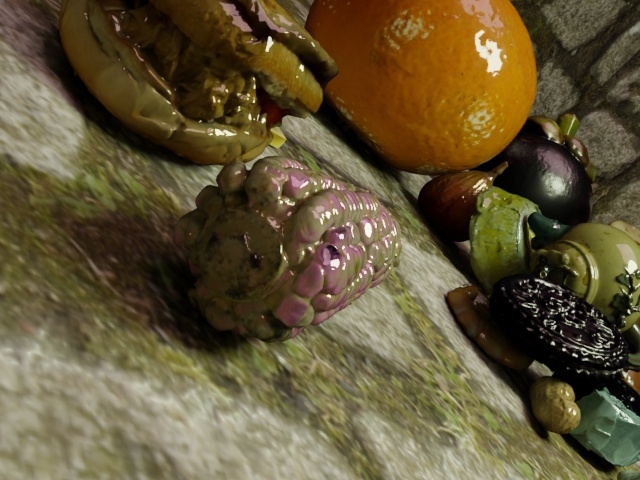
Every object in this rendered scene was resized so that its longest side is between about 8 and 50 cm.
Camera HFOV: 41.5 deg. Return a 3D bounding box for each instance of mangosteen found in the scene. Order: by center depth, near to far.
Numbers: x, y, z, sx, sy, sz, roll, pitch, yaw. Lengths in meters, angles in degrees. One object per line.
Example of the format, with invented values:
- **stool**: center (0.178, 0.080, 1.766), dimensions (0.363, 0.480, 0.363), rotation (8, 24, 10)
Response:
- **mangosteen**: center (0.443, -0.129, 1.729), dimensions (0.275, 0.302, 0.275), rotation (32, -4, 3)

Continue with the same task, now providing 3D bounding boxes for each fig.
- **fig**: center (0.235, -0.064, 1.383), dimensions (0.119, 0.153, 0.119), rotation (23, 51, -32)

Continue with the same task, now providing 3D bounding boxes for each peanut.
- **peanut**: center (0.274, 0.193, 0.991), dimensions (0.054, 0.054, 0.113), rotation (43, 13, -6)

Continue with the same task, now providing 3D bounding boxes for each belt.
- **belt**: center (0.362, 0.217, 1.087), dimensions (0.151, 0.078, 0.198), rotation (41, 15, 18)

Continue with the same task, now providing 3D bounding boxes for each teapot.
- **teapot**: center (0.376, 0.068, 1.216), dimensions (0.183, 0.173, 0.269), rotation (7, 50, -35)

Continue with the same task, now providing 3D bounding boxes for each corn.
- **corn**: center (0.000, 0.003, 0.679), dimensions (0.126, 0.126, 0.335), rotation (48, 15, 11)

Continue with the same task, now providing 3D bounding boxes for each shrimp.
- **shrimp**: center (0.225, 0.101, 1.131), dimensions (0.133, 0.053, 0.236), rotation (24, 21, 2)

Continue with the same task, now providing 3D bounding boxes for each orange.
- **orange**: center (0.157, -0.299, 1.429), dimensions (0.424, 0.326, 0.424), rotation (51, -1, 2)

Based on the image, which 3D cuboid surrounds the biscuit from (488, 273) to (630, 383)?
- **biscuit**: center (0.299, 0.107, 1.061), dimensions (0.195, 0.053, 0.194), rotation (21, 24, -10)

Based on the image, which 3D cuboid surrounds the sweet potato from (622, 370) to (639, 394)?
- **sweet potato**: center (0.422, 0.157, 1.339), dimensions (0.359, 0.112, 0.112), rotation (54, 19, 27)

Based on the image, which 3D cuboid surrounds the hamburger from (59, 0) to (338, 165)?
- **hamburger**: center (-0.114, -0.178, 0.785), dimensions (0.244, 0.163, 0.244), rotation (39, 10, -8)

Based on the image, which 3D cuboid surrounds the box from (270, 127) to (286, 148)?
- **box**: center (-0.105, -0.162, 1.001), dimensions (0.149, 0.020, 0.073), rotation (24, 26, -49)

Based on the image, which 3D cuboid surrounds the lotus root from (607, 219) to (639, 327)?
- **lotus root**: center (0.545, 0.147, 1.461), dimensions (0.316, 0.250, 0.316), rotation (31, 29, -19)

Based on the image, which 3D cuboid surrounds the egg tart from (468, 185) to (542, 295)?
- **egg tart**: center (0.304, 0.008, 1.328), dimensions (0.197, 0.078, 0.197), rotation (8, 80, -52)

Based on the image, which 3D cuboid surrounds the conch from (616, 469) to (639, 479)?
- **conch**: center (0.423, 0.301, 0.990), dimensions (0.234, 0.114, 0.137), rotation (24, 12, -37)
